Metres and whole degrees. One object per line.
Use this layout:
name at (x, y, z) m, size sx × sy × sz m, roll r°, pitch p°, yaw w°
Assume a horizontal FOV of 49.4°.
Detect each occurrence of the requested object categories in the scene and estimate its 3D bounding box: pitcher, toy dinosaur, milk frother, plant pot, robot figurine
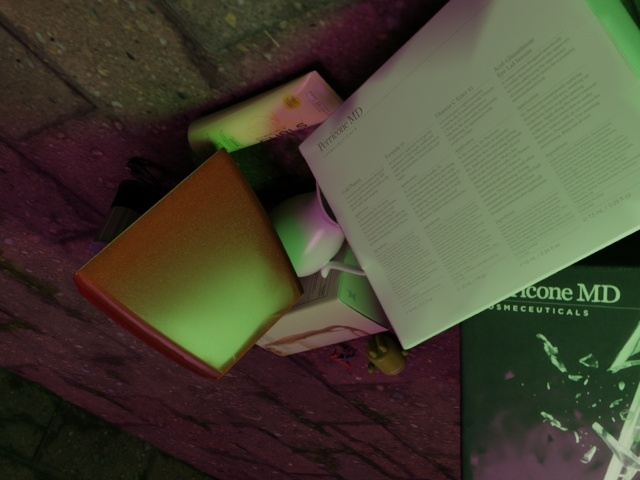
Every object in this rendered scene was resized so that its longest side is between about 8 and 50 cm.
pitcher at (0.000, 0.000, 1.098) m, size 0.207 × 0.125 × 0.178 m, roll -38°, pitch 78°, yaw 48°
toy dinosaur at (0.050, 0.268, 1.576) m, size 0.047 × 0.090 × 0.082 m, roll 1°, pitch -169°, yaw 40°
milk frother at (-0.329, -0.045, 1.192) m, size 0.129 × 0.135 × 0.143 m, roll 1°, pitch 145°, yaw 22°
plant pot at (-0.181, 0.061, 1.046) m, size 0.236 × 0.267 × 0.267 m, roll 47°, pitch 162°, yaw -6°
robot figurine at (0.143, 0.248, 1.507) m, size 0.101 × 0.067 × 0.115 m, roll -32°, pitch 131°, yaw 13°

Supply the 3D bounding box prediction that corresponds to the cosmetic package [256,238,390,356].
cosmetic package at (-0.010, 0.102, 1.269) m, size 0.129 × 0.153 × 0.296 m, roll 33°, pitch 146°, yaw -29°

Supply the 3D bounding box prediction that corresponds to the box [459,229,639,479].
box at (0.443, 0.230, 0.925) m, size 0.480 × 0.297 × 0.472 m, roll 1°, pitch 101°, yaw 21°

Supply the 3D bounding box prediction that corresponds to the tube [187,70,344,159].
tube at (-0.079, -0.170, 0.964) m, size 0.240 × 0.070 × 0.062 m, roll -13°, pitch 98°, yaw 32°

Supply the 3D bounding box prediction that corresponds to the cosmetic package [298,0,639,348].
cosmetic package at (0.171, -0.087, 0.740) m, size 0.377 × 0.097 × 0.284 m, roll -37°, pitch 77°, yaw 42°
